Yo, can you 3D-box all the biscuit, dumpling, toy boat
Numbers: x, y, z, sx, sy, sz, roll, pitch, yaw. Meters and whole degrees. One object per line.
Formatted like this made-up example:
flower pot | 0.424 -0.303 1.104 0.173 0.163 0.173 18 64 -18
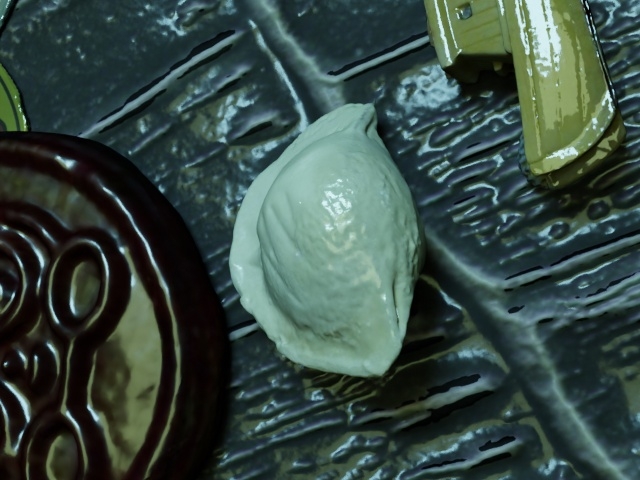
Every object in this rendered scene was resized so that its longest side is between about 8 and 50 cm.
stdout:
biscuit | -0.278 0.102 0.750 0.407 0.091 0.408 -1 87 18
dumpling | 0.001 0.004 0.661 0.166 0.126 0.216 -27 80 30
toy boat | 0.135 -0.194 0.653 0.121 0.089 0.321 -19 79 27

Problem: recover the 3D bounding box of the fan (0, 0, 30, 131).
fan | -0.361 -0.133 0.843 0.229 0.011 0.335 34 97 17
